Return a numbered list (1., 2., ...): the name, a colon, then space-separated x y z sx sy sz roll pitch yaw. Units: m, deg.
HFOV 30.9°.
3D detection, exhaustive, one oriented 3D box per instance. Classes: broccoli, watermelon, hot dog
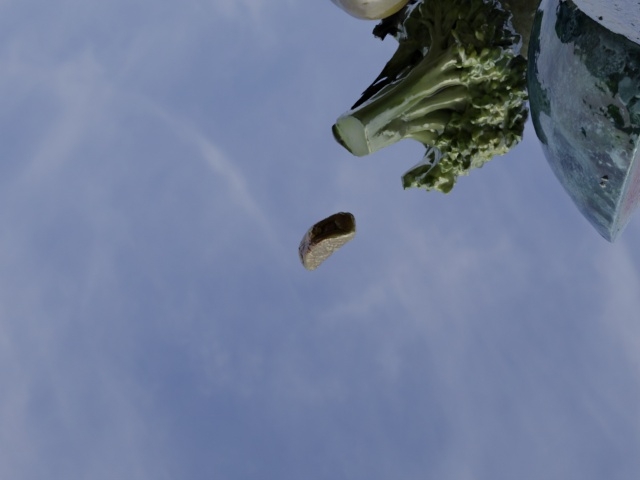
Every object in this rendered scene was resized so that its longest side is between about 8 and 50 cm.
1. broccoli: 0.122 -0.177 1.426 0.243 0.263 0.247 -29 -111 -26
2. watermelon: 0.323 -0.128 1.164 0.214 0.289 0.320 -14 -156 -11
3. hot dog: 0.000 0.000 1.204 0.090 0.034 0.030 -39 -127 40

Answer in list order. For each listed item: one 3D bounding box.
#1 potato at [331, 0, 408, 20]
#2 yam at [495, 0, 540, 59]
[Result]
1. potato: 0.070 -0.371 1.217 0.141 0.191 0.296 -2 -123 20
2. yam: 0.307 -0.356 1.709 0.168 0.168 0.304 45 -66 34
